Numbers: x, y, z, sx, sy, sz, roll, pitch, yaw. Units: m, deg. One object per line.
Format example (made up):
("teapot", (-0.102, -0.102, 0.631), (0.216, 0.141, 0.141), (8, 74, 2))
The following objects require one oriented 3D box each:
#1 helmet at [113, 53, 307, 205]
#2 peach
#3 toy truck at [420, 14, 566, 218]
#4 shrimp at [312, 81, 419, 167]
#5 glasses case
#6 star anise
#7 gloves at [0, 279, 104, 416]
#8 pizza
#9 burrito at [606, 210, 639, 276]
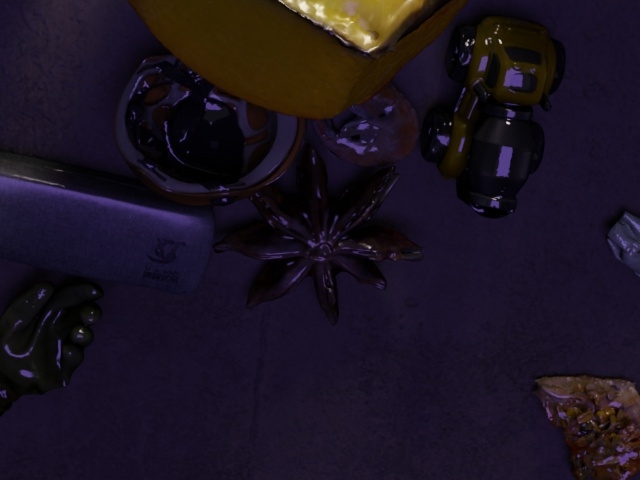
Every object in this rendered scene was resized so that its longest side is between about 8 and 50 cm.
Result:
("helmet", (-0.134, -0.127, 1.504), (0.224, 0.130, 0.198), (1, 76, -8))
("peach", (-0.003, -0.309, 1.375), (0.380, 0.242, 0.306), (22, 69, -7))
("toy truck", (0.220, -0.151, 1.527), (0.147, 0.165, 0.224), (9, 115, -10))
("shrimp", (0.031, -0.173, 1.565), (0.126, 0.047, 0.223), (-34, 118, 22))
("glasses case", (-0.297, -0.022, 1.582), (0.323, 0.074, 0.131), (12, 116, -13))
("star anise", (0.001, 0.001, 1.621), (0.288, 0.088, 0.288), (0, 123, 0))
("gloves", (-0.367, 0.136, 1.639), (0.268, 0.107, 0.135), (-36, 108, 30))
("pizza", (0.413, 0.271, 1.822), (0.147, 0.069, 0.226), (-25, 117, 9))
("burrito", (0.435, 0.011, 1.706), (0.118, 0.044, 0.074), (30, 114, -24))
